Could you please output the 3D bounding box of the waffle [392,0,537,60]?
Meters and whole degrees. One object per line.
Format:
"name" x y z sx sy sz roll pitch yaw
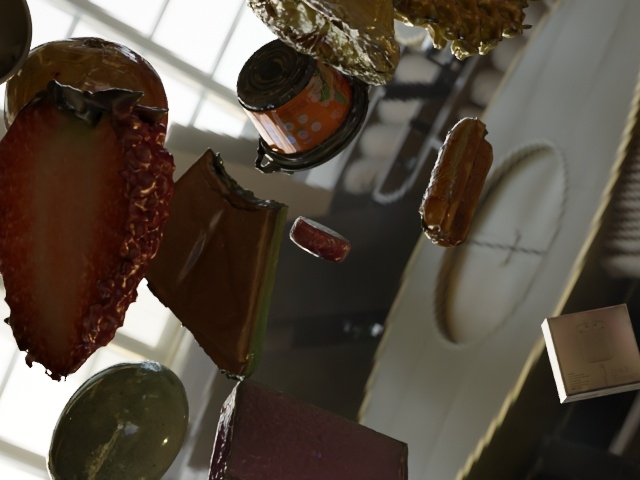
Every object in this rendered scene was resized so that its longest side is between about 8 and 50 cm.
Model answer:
"waffle" 0.207 -0.425 1.974 0.062 0.329 0.329 128 -21 -53

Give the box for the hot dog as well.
"hot dog" 0.200 -0.091 1.880 0.076 0.104 0.250 -3 -136 25

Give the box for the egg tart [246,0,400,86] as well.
"egg tart" 0.013 -0.278 1.520 0.232 0.252 0.098 23 -100 34

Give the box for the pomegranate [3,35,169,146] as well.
"pomegranate" -0.347 -0.165 1.871 0.252 0.229 0.270 26 -61 46

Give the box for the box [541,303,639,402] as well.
"box" 0.426 0.175 1.960 0.051 0.130 0.129 91 -12 -70

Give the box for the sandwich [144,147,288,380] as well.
"sandwich" -0.111 0.030 1.562 0.212 0.245 0.063 -42 176 30

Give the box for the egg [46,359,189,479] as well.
"egg" -0.276 0.264 1.735 0.169 0.169 0.236 -45 -171 47

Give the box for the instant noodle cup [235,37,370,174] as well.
"instant noodle cup" -0.038 -0.203 1.750 0.178 0.125 0.208 24 -107 44

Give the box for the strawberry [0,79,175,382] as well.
"strawberry" -0.247 -0.010 1.335 0.233 0.138 0.306 8 -89 40

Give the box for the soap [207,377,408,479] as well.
"soap" -0.015 0.303 1.634 0.081 0.259 0.181 -56 -162 36

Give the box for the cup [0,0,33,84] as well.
"cup" -0.536 -0.240 1.627 0.258 0.219 0.289 -16 -127 44

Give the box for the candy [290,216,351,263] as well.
"candy" 0.000 0.000 2.056 0.043 0.103 0.103 -63 -162 7
